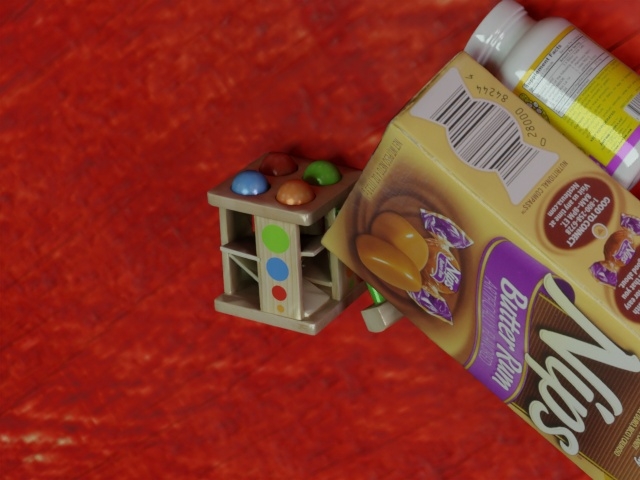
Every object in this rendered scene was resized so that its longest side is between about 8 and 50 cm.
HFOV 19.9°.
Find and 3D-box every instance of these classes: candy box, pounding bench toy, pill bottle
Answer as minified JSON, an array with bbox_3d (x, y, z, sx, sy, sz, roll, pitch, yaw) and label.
[{"bbox_3d":[0.095,0.024,0.717,0.187,0.053,0.109,40,152,5],"label":"candy box"},{"bbox_3d":[0.000,0.000,0.796,0.083,0.052,0.065,13,120,28],"label":"pounding bench toy"},{"bbox_3d":[0.097,-0.058,0.707,0.083,0.043,0.043,40,129,11],"label":"pill bottle"}]
